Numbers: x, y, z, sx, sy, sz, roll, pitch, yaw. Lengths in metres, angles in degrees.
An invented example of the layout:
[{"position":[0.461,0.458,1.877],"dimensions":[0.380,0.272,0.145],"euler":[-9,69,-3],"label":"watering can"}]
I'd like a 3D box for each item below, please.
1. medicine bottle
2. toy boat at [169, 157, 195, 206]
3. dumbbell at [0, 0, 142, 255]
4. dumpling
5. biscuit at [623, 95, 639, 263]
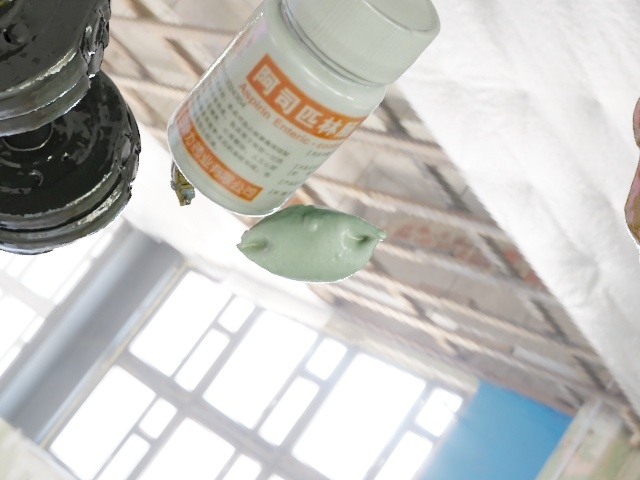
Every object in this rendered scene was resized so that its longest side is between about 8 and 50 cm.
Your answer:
[{"position":[-0.029,-0.217,1.427],"dimensions":[0.211,0.211,0.371],"euler":[39,-57,-11],"label":"medicine bottle"},{"position":[-0.222,-0.112,1.742],"dimensions":[0.149,0.047,0.049],"euler":[105,-30,-50],"label":"toy boat"},{"position":[-0.243,-0.119,0.829],"dimensions":[0.185,0.185,0.388],"euler":[35,-19,9],"label":"dumbbell"},{"position":[-0.004,-0.007,1.455],"dimensions":[0.216,0.149,0.105],"euler":[-3,-58,21],"label":"dumpling"},{"position":[0.383,-0.066,0.807],"dimensions":[0.312,0.351,0.057],"euler":[-5,-20,45],"label":"biscuit"}]
